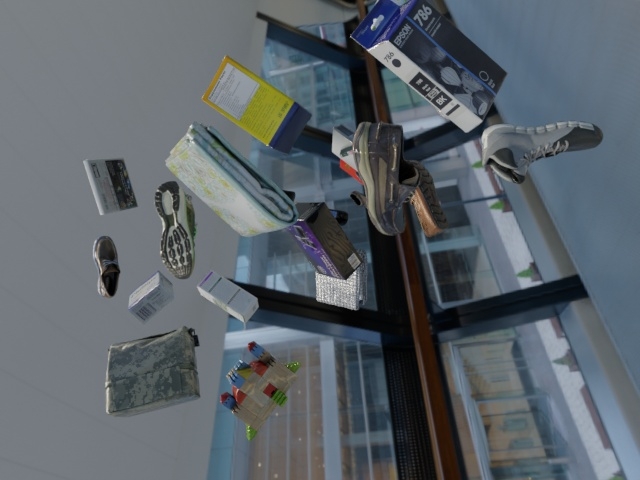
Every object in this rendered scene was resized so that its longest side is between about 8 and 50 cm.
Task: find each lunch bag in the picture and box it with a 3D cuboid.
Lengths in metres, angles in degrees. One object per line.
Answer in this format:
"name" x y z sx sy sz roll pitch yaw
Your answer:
"lunch bag" -0.580 0.453 1.501 0.213 0.304 0.256 97 159 -67

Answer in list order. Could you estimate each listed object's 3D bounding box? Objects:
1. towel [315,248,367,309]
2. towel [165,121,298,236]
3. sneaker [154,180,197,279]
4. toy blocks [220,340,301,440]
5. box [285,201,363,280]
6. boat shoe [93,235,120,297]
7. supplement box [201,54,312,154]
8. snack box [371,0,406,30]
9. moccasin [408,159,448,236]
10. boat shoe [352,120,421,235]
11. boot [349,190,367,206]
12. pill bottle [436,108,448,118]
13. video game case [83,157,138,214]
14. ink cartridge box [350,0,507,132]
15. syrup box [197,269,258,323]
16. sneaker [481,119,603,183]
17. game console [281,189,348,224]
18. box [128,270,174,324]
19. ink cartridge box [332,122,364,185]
"towel" 0.105 0.171 2.037 0.121 0.234 0.284 -30 -58 -56
"towel" -0.269 -0.160 1.254 0.374 0.320 0.090 45 -114 -21
"sneaker" -0.569 -0.041 1.815 0.182 0.157 0.411 9 -108 -67
"toy blocks" -0.293 0.632 1.880 0.261 0.381 0.190 43 165 -18
"box" 0.000 0.000 1.452 0.261 0.103 0.184 55 158 -23
"boat shoe" -0.616 0.078 1.251 0.066 0.066 0.183 -11 -78 -43
"supplement box" -0.244 -0.525 1.684 0.194 0.356 0.195 -55 -8 12
"snack box" 0.236 -0.853 1.624 0.207 0.070 0.175 -56 21 32
"moccasin" 0.484 -0.203 2.048 0.147 0.139 0.380 -30 81 53
"boat shoe" 0.183 -0.139 1.073 0.355 0.130 0.132 62 -144 -46
"boot" 0.155 -0.133 1.514 0.118 0.042 0.087 40 -156 16
"pill bottle" 0.509 -0.521 1.529 0.208 0.119 0.119 -36 -54 -36
"video game case" -0.744 -0.198 1.529 0.173 0.022 0.191 -37 -66 -68
"ink cartridge box" 0.241 -0.401 0.928 0.165 0.332 0.065 -58 8 -21
"syrup box" -0.374 0.225 1.731 0.096 0.236 0.093 -53 -15 -28
"sneaker" 0.450 -0.172 0.888 0.086 0.228 0.132 52 -131 -53
"game console" -0.070 -0.119 1.657 0.213 0.360 0.044 -78 -4 -54
"box" -0.546 0.182 1.381 0.072 0.126 0.137 52 173 -25
"ink cartridge box" 0.155 -0.300 1.709 0.275 0.060 0.239 42 153 26
